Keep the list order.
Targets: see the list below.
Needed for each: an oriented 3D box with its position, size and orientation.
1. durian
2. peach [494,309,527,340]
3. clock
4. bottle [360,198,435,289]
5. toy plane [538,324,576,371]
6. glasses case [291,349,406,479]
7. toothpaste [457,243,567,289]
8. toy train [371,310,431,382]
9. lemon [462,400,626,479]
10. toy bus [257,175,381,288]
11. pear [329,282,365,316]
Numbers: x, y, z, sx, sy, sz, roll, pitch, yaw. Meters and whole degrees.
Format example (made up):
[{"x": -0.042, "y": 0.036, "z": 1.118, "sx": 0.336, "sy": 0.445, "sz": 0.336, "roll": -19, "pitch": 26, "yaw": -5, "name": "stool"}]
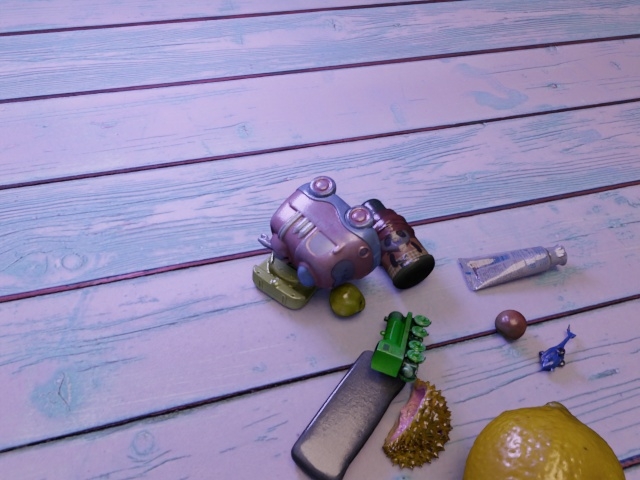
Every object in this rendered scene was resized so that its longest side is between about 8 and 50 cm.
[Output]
[{"x": 0.230, "y": 0.418, "z": 1.285, "sx": 0.132, "sy": 0.165, "sz": 0.182, "roll": -4, "pitch": 12, "yaw": 41, "name": "durian"}, {"x": 0.503, "y": 0.220, "z": 1.469, "sx": 0.083, "sy": 0.083, "sz": 0.083, "roll": 3, "pitch": 52, "yaw": -4, "name": "peach"}, {"x": -0.063, "y": 0.066, "z": 1.528, "sx": 0.170, "sy": 0.069, "sz": 0.232, "roll": 30, "pitch": 55, "yaw": 16, "name": "clock"}, {"x": 0.191, "y": 0.002, "z": 1.565, "sx": 0.156, "sy": 0.143, "sz": 0.271, "roll": -5, "pitch": 51, "yaw": -43, "name": "bottle"}, {"x": 0.619, "y": 0.284, "z": 1.458, "sx": 0.167, "sy": 0.054, "sz": 0.062, "roll": -36, "pitch": 38, "yaw": -28, "name": "toy plane"}, {"x": 0.070, "y": 0.401, "z": 1.283, "sx": 0.131, "sy": 0.074, "sz": 0.323, "roll": 31, "pitch": 55, "yaw": 18, "name": "glasses case"}, {"x": 0.555, "y": 0.070, "z": 1.606, "sx": 0.300, "sy": 0.073, "sz": 0.113, "roll": -11, "pitch": 55, "yaw": -6, "name": "toothpaste"}, {"x": 0.199, "y": 0.249, "z": 1.364, "sx": 0.119, "sy": 0.084, "sz": 0.251, "roll": 19, "pitch": 23, "yaw": 7, "name": "toy train"}, {"x": 0.441, "y": 0.504, "z": 1.109, "sx": 0.337, "sy": 0.336, "sz": 0.335, "roll": 3, "pitch": 52, "yaw": -4, "name": "lemon"}, {"x": 0.000, "y": 0.000, "z": 1.435, "sx": 0.232, "sy": 0.197, "sz": 0.294, "roll": -39, "pitch": 64, "yaw": -18, "name": "toy bus"}, {"x": 0.072, "y": 0.155, "z": 1.467, "sx": 0.097, "sy": 0.092, "sz": 0.092, "roll": 11, "pitch": 52, "yaw": 3, "name": "pear"}]
